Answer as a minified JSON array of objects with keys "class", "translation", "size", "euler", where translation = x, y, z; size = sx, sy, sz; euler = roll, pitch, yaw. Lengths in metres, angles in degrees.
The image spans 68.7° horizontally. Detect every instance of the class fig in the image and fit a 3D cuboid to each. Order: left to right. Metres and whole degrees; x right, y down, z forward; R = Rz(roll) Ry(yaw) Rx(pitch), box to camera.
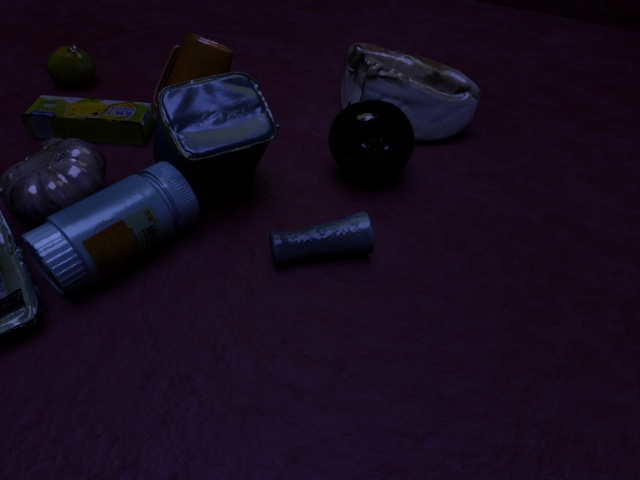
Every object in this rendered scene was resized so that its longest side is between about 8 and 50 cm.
[{"class":"fig","translation":[-0.786,-0.549,1.479],"size":[0.153,0.120,0.136],"euler":[-10,48,18]}]

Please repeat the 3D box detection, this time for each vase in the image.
[{"class":"vase","translation":[0.000,0.000,1.030],"size":[0.219,0.096,0.096],"euler":[-10,48,-10]}]

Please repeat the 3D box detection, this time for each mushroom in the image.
[{"class":"mushroom","translation":[0.263,-0.447,1.432],"size":[0.397,0.224,0.313],"euler":[7,31,-8]}]

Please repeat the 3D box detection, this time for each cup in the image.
[{"class":"cup","translation":[-0.352,-0.417,1.275],"size":[0.226,0.264,0.182],"euler":[29,19,21]}]

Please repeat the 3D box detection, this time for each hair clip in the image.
[{"class":"hair clip","translation":[-0.641,0.065,0.914],"size":[0.138,0.091,0.321],"euler":[-25,63,-25]}]

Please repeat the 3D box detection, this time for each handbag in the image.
[{"class":"handbag","translation":[-0.258,-0.241,1.102],"size":[0.263,0.241,0.222],"euler":[-20,82,-27]}]

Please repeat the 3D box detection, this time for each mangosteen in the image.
[{"class":"mangosteen","translation":[0.133,-0.262,1.220],"size":[0.243,0.243,0.243],"euler":[3,46,-3]}]

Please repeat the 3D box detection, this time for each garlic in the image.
[{"class":"garlic","translation":[-0.589,-0.127,1.063],"size":[0.245,0.160,0.245],"euler":[-10,50,13]}]

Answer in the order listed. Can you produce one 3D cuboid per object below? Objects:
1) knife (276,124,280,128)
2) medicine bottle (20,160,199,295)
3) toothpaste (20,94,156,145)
[{"class":"knife","translation":[-0.225,-0.345,1.395],"size":[0.210,0.015,0.028],"euler":[5,40,-1]},{"class":"medicine bottle","translation":[-0.425,-0.029,0.971],"size":[0.158,0.158,0.318],"euler":[34,52,25]},{"class":"toothpaste","translation":[-0.638,-0.335,1.307],"size":[0.328,0.077,0.110],"euler":[4,44,-1]}]
